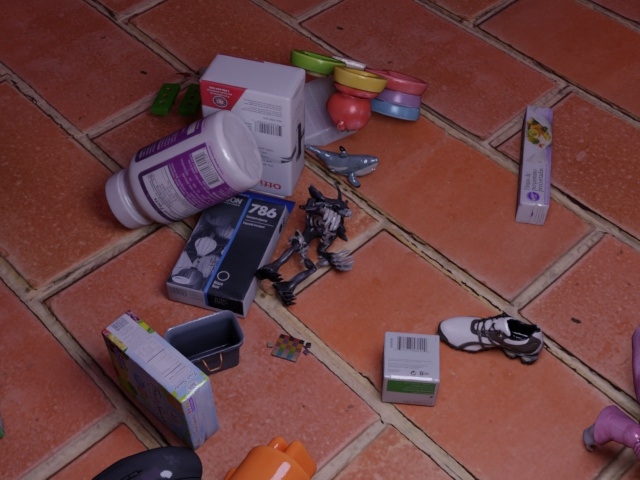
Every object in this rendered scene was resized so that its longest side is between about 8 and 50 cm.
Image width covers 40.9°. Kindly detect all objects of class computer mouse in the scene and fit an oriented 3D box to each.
[{"bbox_3d":[-0.311,0.431,1.390,0.261,0.060,0.184,-15,50,-12],"label":"computer mouse"}]

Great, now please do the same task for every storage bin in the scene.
[{"bbox_3d":[-0.205,0.204,1.566,0.135,0.091,0.098,-19,52,-15],"label":"storage bin"}]

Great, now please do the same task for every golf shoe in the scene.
[{"bbox_3d":[0.319,0.165,1.603,0.198,0.094,0.077,9,51,9],"label":"golf shoe"}]

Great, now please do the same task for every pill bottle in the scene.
[{"bbox_3d":[-0.282,-0.133,1.750,0.301,0.169,0.169,-22,46,21],"label":"pill bottle"}]

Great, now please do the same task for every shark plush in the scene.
[{"bbox_3d":[0.048,-0.188,1.905,0.161,0.067,0.073,28,51,5],"label":"shark plush"}]

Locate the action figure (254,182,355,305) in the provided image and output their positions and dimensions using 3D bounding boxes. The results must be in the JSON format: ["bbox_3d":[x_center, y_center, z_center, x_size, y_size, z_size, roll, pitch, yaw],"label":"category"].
[{"bbox_3d":[0.000,0.000,1.705,0.140,0.164,0.276,11,53,43],"label":"action figure"}]

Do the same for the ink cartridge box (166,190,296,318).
[{"bbox_3d":[-0.176,-0.002,1.765,0.165,0.065,0.333,12,49,11],"label":"ink cartridge box"}]

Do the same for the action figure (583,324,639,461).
[{"bbox_3d":[0.586,0.297,1.389,0.248,0.276,0.370,25,40,13],"label":"action figure"}]

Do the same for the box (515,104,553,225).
[{"bbox_3d":[0.478,-0.174,1.914,0.063,0.067,0.324,8,51,8],"label":"box"}]

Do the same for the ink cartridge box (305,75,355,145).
[{"bbox_3d":[-0.046,-0.286,2.033,0.224,0.056,0.181,-24,51,4],"label":"ink cartridge box"}]

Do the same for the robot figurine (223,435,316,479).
[{"bbox_3d":[-0.097,0.417,1.361,0.158,0.128,0.219,29,54,14],"label":"robot figurine"}]

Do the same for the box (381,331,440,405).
[{"bbox_3d":[0.162,0.231,1.547,0.101,0.087,0.102,4,50,3],"label":"box"}]

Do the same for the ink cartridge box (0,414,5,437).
[{"bbox_3d":[-0.667,0.296,1.440,0.219,0.160,0.093,-19,52,-15],"label":"ink cartridge box"}]

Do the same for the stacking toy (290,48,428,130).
[{"bbox_3d":[0.074,-0.338,1.981,0.279,0.131,0.308,27,20,35],"label":"stacking toy"}]

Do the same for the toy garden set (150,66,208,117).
[{"bbox_3d":[-0.261,-0.354,2.078,0.244,0.049,0.204,4,45,10],"label":"toy garden set"}]

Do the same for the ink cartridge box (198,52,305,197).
[{"bbox_3d":[-0.140,-0.242,1.836,0.196,0.273,0.114,13,47,11],"label":"ink cartridge box"}]

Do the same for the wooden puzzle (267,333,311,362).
[{"bbox_3d":[-0.060,0.204,1.623,0.083,0.006,0.049,15,51,13],"label":"wooden puzzle"}]

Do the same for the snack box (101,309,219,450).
[{"bbox_3d":[-0.274,0.242,1.478,0.207,0.175,0.070,33,58,26],"label":"snack box"}]
